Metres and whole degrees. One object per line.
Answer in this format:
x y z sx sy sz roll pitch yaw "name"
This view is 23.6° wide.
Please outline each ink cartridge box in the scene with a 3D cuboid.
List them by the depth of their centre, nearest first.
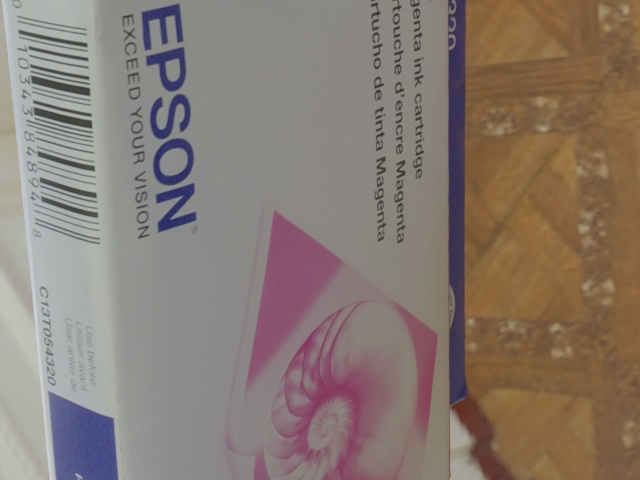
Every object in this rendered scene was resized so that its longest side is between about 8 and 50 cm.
0.000 0.000 0.773 0.071 0.330 0.324 16 117 40 "ink cartridge box"
